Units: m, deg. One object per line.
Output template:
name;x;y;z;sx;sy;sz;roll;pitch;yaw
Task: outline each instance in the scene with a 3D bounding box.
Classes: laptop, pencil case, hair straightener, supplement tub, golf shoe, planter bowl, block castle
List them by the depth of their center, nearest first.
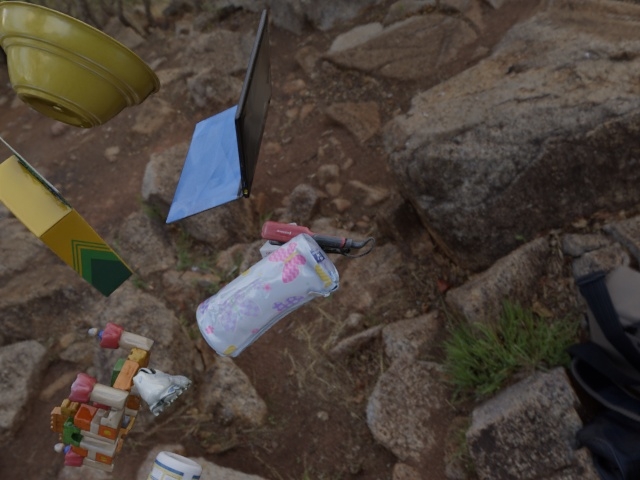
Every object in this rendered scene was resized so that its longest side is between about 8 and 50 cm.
planter bowl;-0.331;-0.208;0.769;0.217;0.217;0.090;8;75;44
golf shoe;-0.286;0.256;1.055;0.069;0.086;0.176;-45;-3;-11
pencil case;-0.097;0.102;1.087;0.273;0.124;0.113;-34;-3;10
hair straightener;0.000;0.000;1.192;0.231;0.089;0.047;3;73;17
laptop;-0.263;-0.297;1.463;0.237;0.407;0.381;5;55;1
supplement tub;-0.450;0.742;1.724;0.145;0.144;0.199;7;68;43
block castle;-0.711;0.515;1.894;0.302;0.213;0.453;-79;9;-52

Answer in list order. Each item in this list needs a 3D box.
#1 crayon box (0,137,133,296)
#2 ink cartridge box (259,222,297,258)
crayon box;-0.519;-0.034;1.151;0.203;0.322;0.083;37;72;24
ink cartridge box;-0.088;0.050;1.526;0.104;0.180;0.060;-7;27;28
